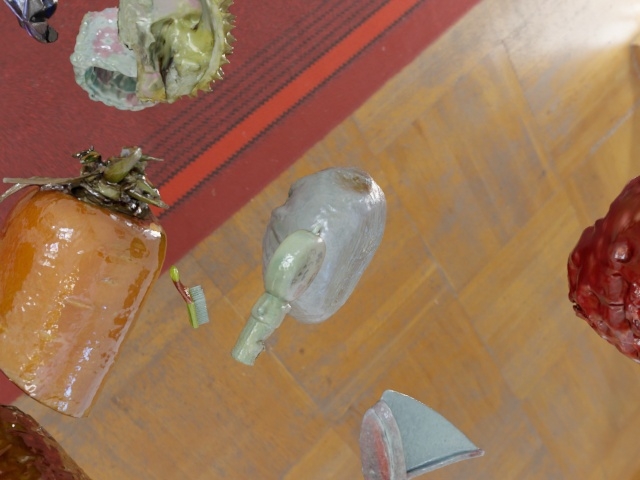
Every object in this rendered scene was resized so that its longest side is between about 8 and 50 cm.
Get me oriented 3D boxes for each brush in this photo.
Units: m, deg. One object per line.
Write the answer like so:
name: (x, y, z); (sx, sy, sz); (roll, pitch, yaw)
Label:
brush: (-0.109, 0.045, 0.561); (0.021, 0.018, 0.083); (-20, 145, -11)

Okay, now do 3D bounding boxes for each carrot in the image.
carrot: (-0.303, 0.025, 0.818); (0.214, 0.193, 0.331); (29, 92, -7)

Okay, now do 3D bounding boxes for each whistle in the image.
whistle: (-0.068, 0.082, 1.079); (0.258, 0.067, 0.126); (-61, 161, -1)

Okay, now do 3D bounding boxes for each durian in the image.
durian: (-0.220, -0.324, 0.999); (0.166, 0.172, 0.306); (-19, 146, -29)

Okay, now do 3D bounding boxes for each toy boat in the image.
toy boat: (0.085, 0.165, 0.547); (0.122, 0.034, 0.096); (-2, 82, -43)

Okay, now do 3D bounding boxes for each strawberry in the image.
strawberry: (0.474, 0.057, 0.777); (0.318, 0.345, 0.295); (-22, 112, 11)

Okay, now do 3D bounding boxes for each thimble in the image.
thimble: (-0.427, -0.385, 1.419); (0.211, 0.185, 0.149); (26, 63, -49)

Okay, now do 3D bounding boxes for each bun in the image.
bun: (0.000, 0.000, 1.414); (0.211, 0.362, 0.362); (30, 84, 12)

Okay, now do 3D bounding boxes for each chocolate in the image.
chocolate: (-0.569, -0.535, 1.226); (0.126, 0.148, 0.343); (-19, 119, 8)

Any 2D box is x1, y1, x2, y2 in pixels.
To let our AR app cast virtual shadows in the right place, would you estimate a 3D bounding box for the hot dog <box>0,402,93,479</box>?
hot dog: (-0.368, 0.364, 0.774); (0.267, 0.387, 0.174); (-32, 149, -37)
